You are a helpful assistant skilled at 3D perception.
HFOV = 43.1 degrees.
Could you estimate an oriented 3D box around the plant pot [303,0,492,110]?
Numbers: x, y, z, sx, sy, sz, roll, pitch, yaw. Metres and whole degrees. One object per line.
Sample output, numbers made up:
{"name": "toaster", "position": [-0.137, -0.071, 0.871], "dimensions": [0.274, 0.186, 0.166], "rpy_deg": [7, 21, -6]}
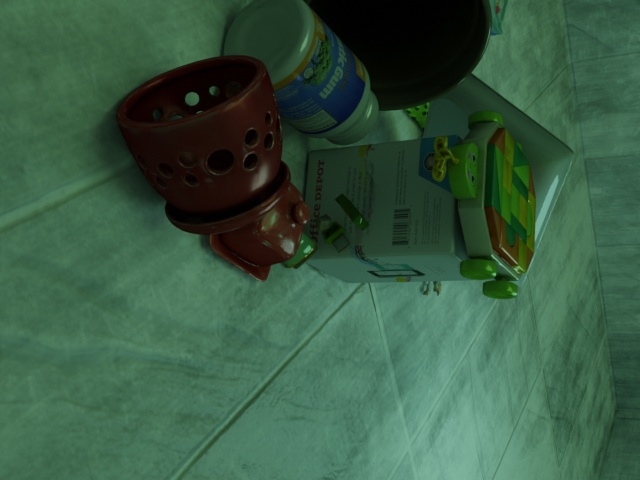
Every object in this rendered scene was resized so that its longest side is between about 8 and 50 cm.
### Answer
{"name": "plant pot", "position": [0.115, -0.437, 1.395], "dimensions": [0.323, 0.323, 0.280], "rpy_deg": [51, 30, -46]}

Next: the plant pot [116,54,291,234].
{"name": "plant pot", "position": [-0.132, -0.114, 1.008], "dimensions": [0.191, 0.191, 0.174], "rpy_deg": [-57, 137, -46]}

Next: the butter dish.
{"name": "butter dish", "position": [-0.070, -0.036, 1.179], "dimensions": [0.160, 0.118, 0.160], "rpy_deg": [40, 54, -53]}

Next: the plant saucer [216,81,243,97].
{"name": "plant saucer", "position": [-0.129, -0.193, 1.195], "dimensions": [0.083, 0.013, 0.083], "rpy_deg": [12, 76, -60]}

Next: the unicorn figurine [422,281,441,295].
{"name": "unicorn figurine", "position": [0.235, 0.049, 1.775], "dimensions": [0.162, 0.060, 0.111], "rpy_deg": [69, 30, -58]}

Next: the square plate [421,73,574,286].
{"name": "square plate", "position": [0.299, -0.125, 1.557], "dimensions": [0.049, 0.344, 0.347], "rpy_deg": [-22, 142, -27]}

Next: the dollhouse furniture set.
{"name": "dollhouse furniture set", "position": [0.000, 0.000, 1.272], "dimensions": [0.058, 0.151, 0.076], "rpy_deg": [54, 7, 36]}

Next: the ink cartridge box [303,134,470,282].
{"name": "ink cartridge box", "position": [0.132, -0.043, 1.379], "dimensions": [0.197, 0.270, 0.198], "rpy_deg": [28, 63, -58]}

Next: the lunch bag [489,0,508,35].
{"name": "lunch bag", "position": [0.243, -0.531, 1.665], "dimensions": [0.262, 0.223, 0.160], "rpy_deg": [36, 63, -53]}

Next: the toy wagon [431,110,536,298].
{"name": "toy wagon", "position": [0.265, -0.066, 1.270], "dimensions": [0.344, 0.068, 0.267], "rpy_deg": [33, 58, -57]}

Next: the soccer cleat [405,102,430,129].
{"name": "soccer cleat", "position": [0.223, -0.298, 1.785], "dimensions": [0.179, 0.060, 0.072], "rpy_deg": [40, 44, -60]}

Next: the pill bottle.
{"name": "pill bottle", "position": [-0.015, -0.251, 1.261], "dimensions": [0.272, 0.152, 0.152], "rpy_deg": [30, 62, -55]}
